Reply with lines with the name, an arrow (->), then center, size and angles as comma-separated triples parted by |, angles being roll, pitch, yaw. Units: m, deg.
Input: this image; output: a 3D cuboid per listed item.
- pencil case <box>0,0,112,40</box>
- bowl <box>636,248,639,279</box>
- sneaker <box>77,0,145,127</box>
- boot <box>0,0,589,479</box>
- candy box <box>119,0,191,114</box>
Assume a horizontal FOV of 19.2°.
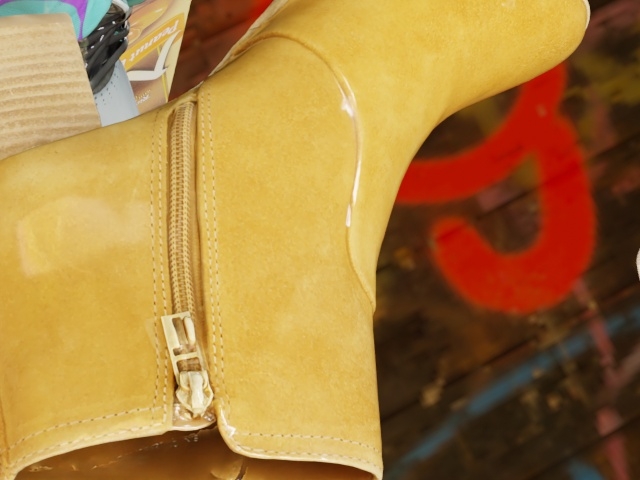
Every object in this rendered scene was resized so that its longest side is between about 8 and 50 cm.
pencil case -> -0.097, -0.150, 0.751 | 0.151, 0.070, 0.064 | -60, -137, 46
bowl -> 0.293, 0.050, 1.360 | 0.142, 0.053, 0.142 | 134, -60, -71
sneaker -> -0.149, -0.163, 1.284 | 0.178, 0.123, 0.295 | -1, -42, 30
boot -> -0.001, 0.000, 0.743 | 0.104, 0.295, 0.211 | 110, -33, -56
candy box -> -0.216, -0.170, 1.671 | 0.087, 0.183, 0.316 | 54, -19, 11
